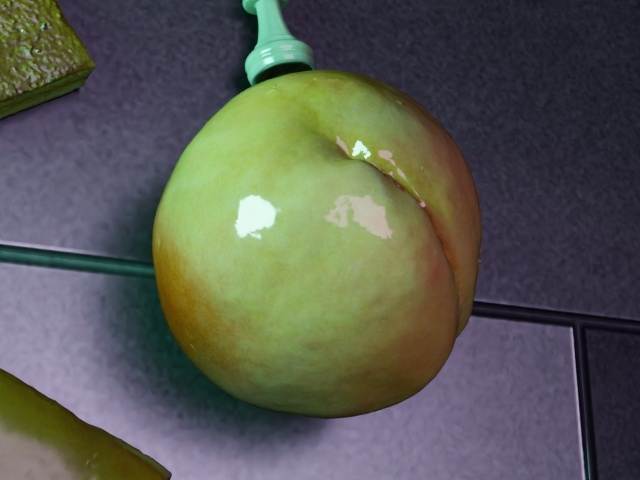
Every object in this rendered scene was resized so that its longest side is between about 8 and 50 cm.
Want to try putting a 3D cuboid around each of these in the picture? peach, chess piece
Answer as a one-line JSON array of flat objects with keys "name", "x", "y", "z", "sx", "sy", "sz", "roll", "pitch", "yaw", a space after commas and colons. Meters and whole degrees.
[{"name": "peach", "x": 0.000, "y": 0.000, "z": 0.652, "sx": 0.184, "sy": 0.184, "sz": 0.184, "roll": 8, "pitch": 69, "yaw": -22}, {"name": "chess piece", "x": -0.032, "y": -0.137, "z": 0.766, "sx": 0.042, "sy": 0.042, "sz": 0.093, "roll": -3, "pitch": 66, "yaw": -26}]

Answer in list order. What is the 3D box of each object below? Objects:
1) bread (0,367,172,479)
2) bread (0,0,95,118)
[{"name": "bread", "x": -0.254, "y": 0.073, "z": 0.561, "sx": 0.361, "sy": 0.077, "sz": 0.138, "roll": 34, "pitch": 62, "yaw": -11}, {"name": "bread", "x": -0.183, "y": -0.112, "z": 0.685, "sx": 0.090, "sy": 0.035, "sz": 0.094, "roll": -30, "pitch": 86, "yaw": -31}]
